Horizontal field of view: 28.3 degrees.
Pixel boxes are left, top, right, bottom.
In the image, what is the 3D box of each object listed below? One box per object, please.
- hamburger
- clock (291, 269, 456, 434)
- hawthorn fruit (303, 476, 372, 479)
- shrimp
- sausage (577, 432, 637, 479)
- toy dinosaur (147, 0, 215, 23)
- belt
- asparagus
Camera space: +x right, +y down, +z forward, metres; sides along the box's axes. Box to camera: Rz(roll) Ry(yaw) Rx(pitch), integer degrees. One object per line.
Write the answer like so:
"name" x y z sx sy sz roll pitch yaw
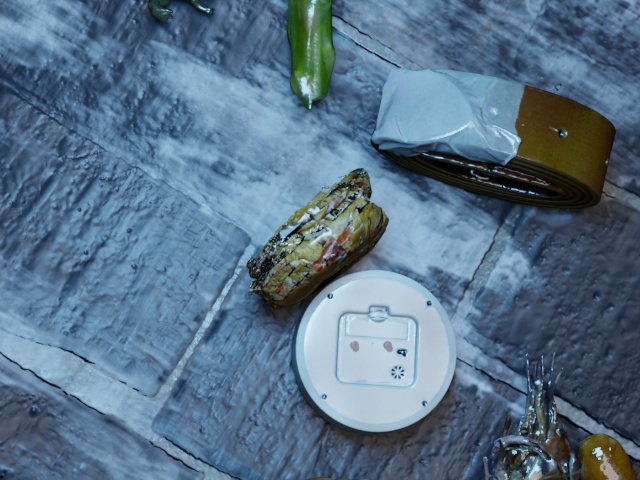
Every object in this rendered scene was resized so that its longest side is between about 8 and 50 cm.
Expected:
"hamburger" 0.000 0.000 1.750 0.231 0.231 0.107 -36 86 -11
"clock" 0.076 0.158 1.801 0.230 0.083 0.230 2 77 -7
"hawthorn fruit" 0.028 0.430 1.686 0.235 0.263 0.231 -7 43 -16
"shrimp" 0.289 0.316 1.773 0.145 0.116 0.343 8 82 -12
"sausage" 0.400 0.425 1.784 0.103 0.076 0.302 10 79 -5
"toy dinosaur" -0.213 -0.408 1.910 0.187 0.087 0.179 7 41 -20
"belt" 0.242 -0.141 1.803 0.338 0.217 0.122 16 78 -1
"asparagus" -0.016 -0.353 1.886 0.082 0.085 0.343 -3 81 -3
